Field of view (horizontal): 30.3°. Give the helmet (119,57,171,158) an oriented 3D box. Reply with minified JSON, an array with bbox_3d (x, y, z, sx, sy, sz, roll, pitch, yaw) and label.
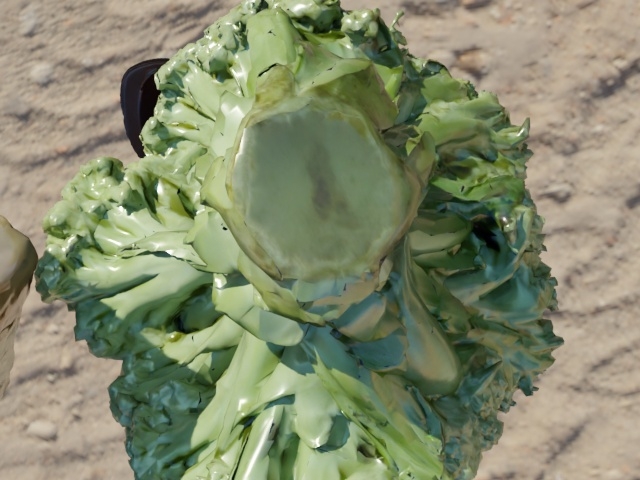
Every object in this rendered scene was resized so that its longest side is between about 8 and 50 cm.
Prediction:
[{"bbox_3d":[-0.071,-0.079,0.756,0.111,0.057,0.089,25,128,36],"label":"helmet"}]

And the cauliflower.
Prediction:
[{"bbox_3d":[0.000,0.000,0.559,0.272,0.250,0.275,-37,75,-14],"label":"cauliflower"}]

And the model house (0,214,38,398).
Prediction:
[{"bbox_3d":[-0.326,0.050,0.489,0.312,0.280,0.245,37,149,-2],"label":"model house"}]
